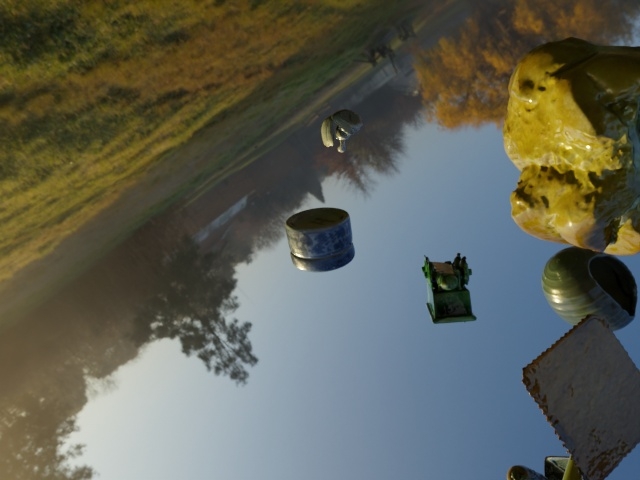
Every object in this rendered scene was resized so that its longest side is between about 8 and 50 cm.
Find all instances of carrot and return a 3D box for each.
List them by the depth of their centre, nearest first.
[{"bbox_3d":[0.391,0.439,0.782,0.049,0.254,0.049,-24,-131,31],"label":"carrot"}]

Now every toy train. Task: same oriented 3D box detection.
[{"bbox_3d":[0.411,0.147,1.418,0.145,0.201,0.266,-6,-176,10],"label":"toy train"}]

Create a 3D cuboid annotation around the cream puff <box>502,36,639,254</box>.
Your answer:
[{"bbox_3d":[0.391,-0.127,0.641,0.269,0.323,0.274,-64,-159,21],"label":"cream puff"}]

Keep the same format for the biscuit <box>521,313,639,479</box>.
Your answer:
[{"bbox_3d":[0.501,0.280,0.797,0.237,0.232,0.013,-28,172,-19],"label":"biscuit"}]

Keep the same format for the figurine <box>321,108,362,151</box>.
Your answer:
[{"bbox_3d":[0.044,-0.262,1.023,0.086,0.082,0.094,123,-32,-51],"label":"figurine"}]

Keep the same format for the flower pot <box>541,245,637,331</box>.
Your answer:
[{"bbox_3d":[0.645,0.117,1.051,0.157,0.243,0.189,-29,-153,57],"label":"flower pot"}]

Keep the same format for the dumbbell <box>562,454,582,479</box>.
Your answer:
[{"bbox_3d":[0.542,0.485,0.917,0.302,0.121,0.108,-57,-158,-20],"label":"dumbbell"}]

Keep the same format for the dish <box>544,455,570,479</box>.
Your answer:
[{"bbox_3d":[0.696,0.722,1.179,0.182,0.080,0.243,111,-7,-63],"label":"dish"}]

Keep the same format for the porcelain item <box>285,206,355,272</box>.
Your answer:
[{"bbox_3d":[0.000,0.000,0.975,0.147,0.114,0.147,-8,-158,3],"label":"porcelain item"}]
